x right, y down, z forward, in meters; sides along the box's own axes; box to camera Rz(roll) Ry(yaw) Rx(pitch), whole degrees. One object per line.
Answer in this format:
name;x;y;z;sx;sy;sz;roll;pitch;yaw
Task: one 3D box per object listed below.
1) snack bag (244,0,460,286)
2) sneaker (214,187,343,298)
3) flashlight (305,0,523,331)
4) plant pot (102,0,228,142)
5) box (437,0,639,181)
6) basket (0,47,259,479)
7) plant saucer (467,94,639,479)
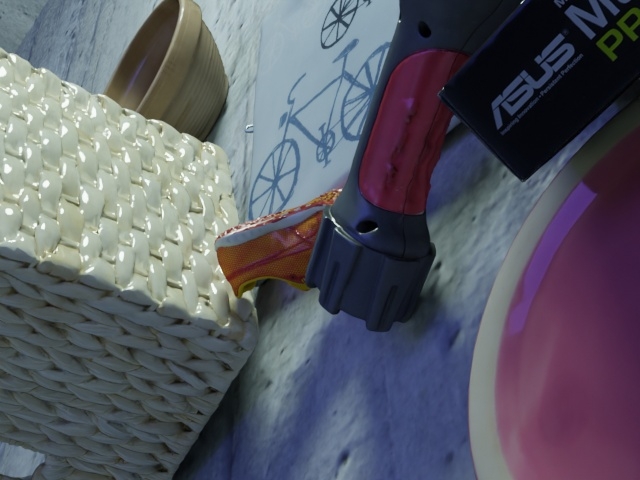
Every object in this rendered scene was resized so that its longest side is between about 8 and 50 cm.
snack bag;0.024;-0.168;0.945;0.323;0.037;0.343;-41;38;44
sneaker;0.000;0.000;0.822;0.175;0.067;0.064;-18;9;28
flashlight;0.071;-0.087;0.668;0.103;0.103;0.304;-22;-46;-59
plant pot;-0.192;-0.184;1.319;0.237;0.109;0.237;-42;33;36
box;0.194;-0.157;0.488;0.270;0.060;0.216;-46;-6;31
basket;-0.255;0.035;0.944;0.266;0.328;0.331;-55;27;25
plant saucer;0.175;0.042;0.432;0.332;0.084;0.332;-43;32;36
